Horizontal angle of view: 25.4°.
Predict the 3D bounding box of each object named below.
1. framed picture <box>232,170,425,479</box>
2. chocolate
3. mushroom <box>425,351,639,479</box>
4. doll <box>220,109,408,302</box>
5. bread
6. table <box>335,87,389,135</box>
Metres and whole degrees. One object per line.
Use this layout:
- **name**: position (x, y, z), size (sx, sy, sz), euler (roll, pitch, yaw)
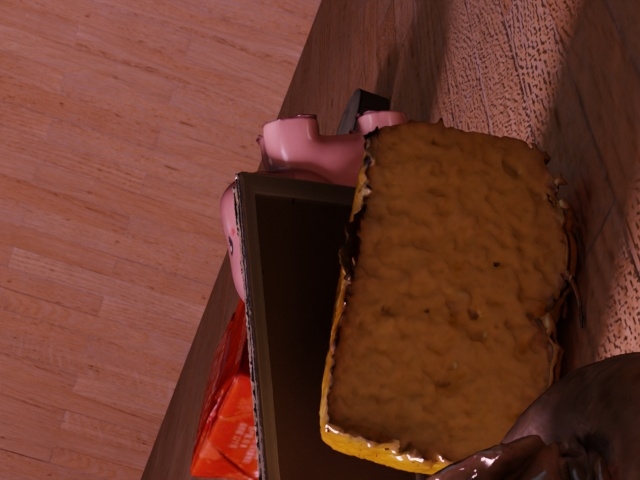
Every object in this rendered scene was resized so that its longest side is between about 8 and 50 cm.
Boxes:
- **framed picture**: position (0.011, 0.092, 1.008), size (0.217, 0.017, 0.274), euler (7, -104, -56)
- **chocolate**: position (-0.084, 0.175, 1.908), size (0.237, 0.108, 0.234), euler (-79, 10, -47)
- **mushroom**: position (0.103, 0.147, 0.523), size (0.226, 0.178, 0.226), euler (-55, 24, 39)
- **doll**: position (0.000, 0.000, 1.584), size (0.284, 0.216, 0.268), euler (117, 148, -81)
- **bread**: position (0.078, 0.057, 0.954), size (0.147, 0.160, 0.260), euler (110, 168, -59)
- **table**: position (0.049, -0.135, 1.908), size (0.133, 0.043, 0.133), euler (-162, 90, -81)
